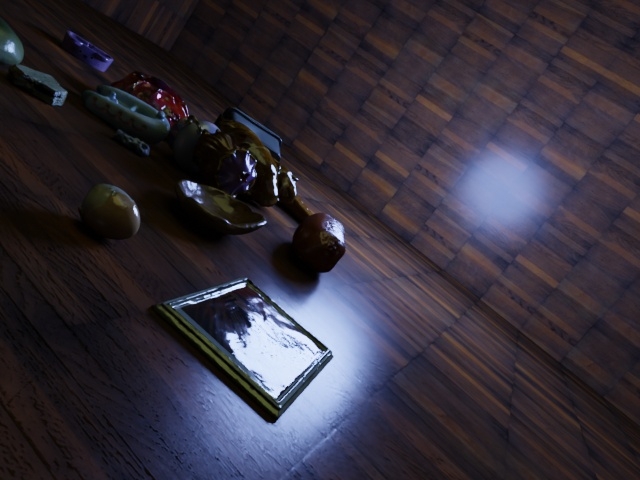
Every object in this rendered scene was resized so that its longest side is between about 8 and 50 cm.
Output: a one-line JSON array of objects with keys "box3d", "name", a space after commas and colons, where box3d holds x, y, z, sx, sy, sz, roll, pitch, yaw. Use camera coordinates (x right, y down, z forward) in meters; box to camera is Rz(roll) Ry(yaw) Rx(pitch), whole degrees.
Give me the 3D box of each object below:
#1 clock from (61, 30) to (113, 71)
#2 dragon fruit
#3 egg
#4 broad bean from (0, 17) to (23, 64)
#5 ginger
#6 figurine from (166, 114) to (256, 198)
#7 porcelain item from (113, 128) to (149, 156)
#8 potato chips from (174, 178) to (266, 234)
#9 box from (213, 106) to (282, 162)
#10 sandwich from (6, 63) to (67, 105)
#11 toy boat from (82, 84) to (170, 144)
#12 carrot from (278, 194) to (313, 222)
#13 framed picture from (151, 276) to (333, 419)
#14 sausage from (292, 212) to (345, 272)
[{"box3d": [-0.748, -0.601, 1.592, 0.152, 0.050, 0.110, 29, 14, -31], "name": "clock"}, {"box3d": [-0.446, -0.367, 1.371, 0.274, 0.126, 0.161, 29, 14, -28], "name": "dragon fruit"}, {"box3d": [-0.293, -0.038, 0.700, 0.083, 0.071, 0.071, 35, 12, -21], "name": "egg"}, {"box3d": [-0.718, -0.450, 1.010, 0.228, 0.100, 0.169, 25, 23, -48], "name": "broad bean"}, {"box3d": [-0.198, -0.209, 1.430, 0.274, 0.152, 0.357, 43, 7, -28], "name": "ginger"}, {"box3d": [-0.258, -0.197, 1.208, 0.263, 0.142, 0.190, 40, -22, 27], "name": "figurine"}, {"box3d": [-0.422, -0.218, 1.119, 0.083, 0.028, 0.036, 34, 29, -16], "name": "porcelain item"}, {"box3d": [-0.211, -0.056, 1.012, 0.195, 0.062, 0.208, 29, 14, -6], "name": "potato chips"}, {"box3d": [-0.246, -0.307, 1.656, 0.243, 0.163, 0.135, 30, 22, -30], "name": "box"}, {"box3d": [-0.587, -0.323, 1.033, 0.093, 0.036, 0.105, 43, 15, 25], "name": "sandwich"}, {"box3d": [-0.465, -0.320, 1.219, 0.207, 0.079, 0.134, 32, 22, -10], "name": "toy boat"}, {"box3d": [-0.067, -0.100, 1.578, 0.336, 0.069, 0.069, 44, 14, 19], "name": "carrot"}, {"box3d": [-0.092, 0.135, 0.733, 0.216, 0.016, 0.273, 38, 12, 10], "name": "framed picture"}, {"box3d": [-0.002, -0.002, 1.238, 0.133, 0.133, 0.258, 36, 13, -4], "name": "sausage"}]
